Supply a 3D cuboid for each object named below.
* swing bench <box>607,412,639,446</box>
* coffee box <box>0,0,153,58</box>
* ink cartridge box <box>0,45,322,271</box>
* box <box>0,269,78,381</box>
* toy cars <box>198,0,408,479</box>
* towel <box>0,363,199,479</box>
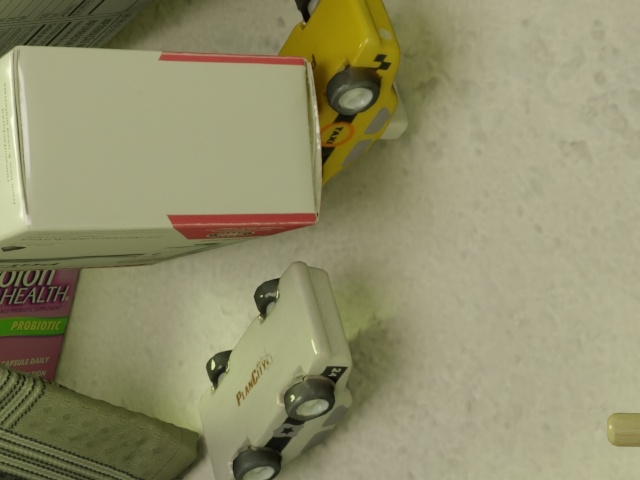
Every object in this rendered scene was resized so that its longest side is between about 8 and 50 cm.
[{"bbox_3d":[0.304,0.219,0.923,0.254,0.165,0.253,0,90,30],"label":"swing bench"},{"bbox_3d":[-0.308,-0.302,1.185,0.338,0.334,0.338,-27,74,58],"label":"coffee box"},{"bbox_3d":[-0.155,-0.048,1.158,0.283,0.207,0.117,-14,79,61],"label":"ink cartridge box"},{"bbox_3d":[-0.329,0.064,1.395,0.213,0.117,0.243,21,103,34],"label":"box"},{"bbox_3d":[0.000,0.000,1.177,0.176,0.087,0.394,26,110,60],"label":"toy cars"},{"bbox_3d":[-0.302,0.194,1.274,0.312,0.324,0.056,-47,37,23],"label":"towel"}]
